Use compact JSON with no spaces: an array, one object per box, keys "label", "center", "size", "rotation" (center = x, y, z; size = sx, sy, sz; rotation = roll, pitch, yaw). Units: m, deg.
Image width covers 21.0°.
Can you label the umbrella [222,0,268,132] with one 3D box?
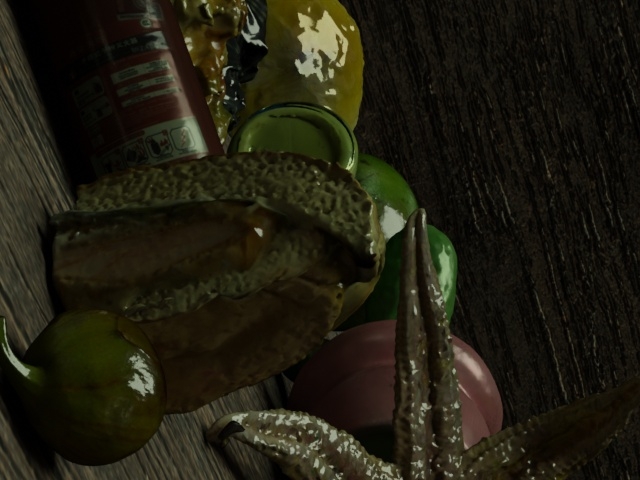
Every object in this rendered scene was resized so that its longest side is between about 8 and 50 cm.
[{"label":"umbrella","center":[-0.114,-0.158,1.624],"size":[0.154,0.128,0.337],"rotation":[44,26,-40]}]

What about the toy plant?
[{"label":"toy plant","center":[0.066,0.186,1.703],"size":[0.356,0.210,0.317],"rotation":[-101,-164,-64]}]

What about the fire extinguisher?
[{"label":"fire extinguisher","center":[-0.137,-0.132,1.225],"size":[0.147,0.106,0.337],"rotation":[-38,-110,61]}]

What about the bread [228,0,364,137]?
[{"label":"bread","center":[-0.051,-0.181,1.848],"size":[0.170,0.197,0.197],"rotation":[11,-54,65]}]

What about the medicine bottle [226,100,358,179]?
[{"label":"medicine bottle","center":[-0.028,-0.020,1.653],"size":[0.239,0.124,0.124],"rotation":[95,-19,-56]}]

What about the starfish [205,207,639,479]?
[{"label":"starfish","center":[0.095,0.216,1.433],"size":[0.384,0.398,0.132],"rotation":[58,-19,-22]}]

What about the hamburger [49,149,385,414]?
[{"label":"hamburger","center":[-0.052,0.018,1.091],"size":[0.155,0.207,0.135],"rotation":[54,18,-52]}]

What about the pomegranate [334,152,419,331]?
[{"label":"pomegranate","center":[0.015,-0.002,1.863],"size":[0.159,0.190,0.241],"rotation":[-100,168,-51]}]

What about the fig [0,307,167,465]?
[{"label":"fig","center":[-0.128,0.077,0.903],"size":[0.098,0.082,0.084],"rotation":[2,82,-47]}]

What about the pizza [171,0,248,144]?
[{"label":"pizza","center":[-0.138,-0.174,1.424],"size":[0.268,0.087,0.258],"rotation":[-158,-115,-64]}]
